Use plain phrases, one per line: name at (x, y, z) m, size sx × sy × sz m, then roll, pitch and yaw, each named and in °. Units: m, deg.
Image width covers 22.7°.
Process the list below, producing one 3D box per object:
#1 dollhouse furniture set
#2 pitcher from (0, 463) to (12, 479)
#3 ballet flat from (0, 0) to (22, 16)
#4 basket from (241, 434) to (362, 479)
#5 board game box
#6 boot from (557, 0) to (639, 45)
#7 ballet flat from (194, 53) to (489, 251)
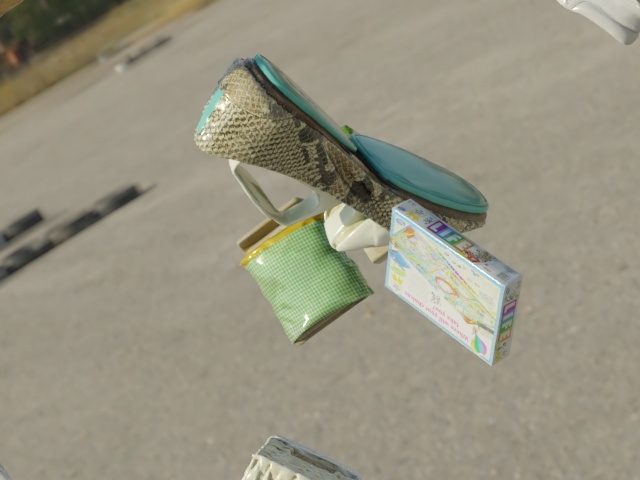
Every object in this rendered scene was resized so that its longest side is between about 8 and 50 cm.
dollhouse furniture set at (0.000, 0.000, 2.458) m, size 0.301 × 0.197 × 0.151 m, roll -37°, pitch -20°, yaw 15°
pitcher at (-0.383, 0.273, 1.656) m, size 0.125 × 0.178 × 0.207 m, roll -37°, pitch 33°, yaw 16°
ballet flat at (-0.419, -0.249, 1.792) m, size 0.232 × 0.080 × 0.073 m, roll -49°, pitch -14°, yaw -17°
basket at (-0.043, 0.303, 1.665) m, size 0.103 × 0.113 × 0.167 m, roll -8°, pitch -58°, yaw -79°
board game box at (0.128, 0.040, 1.568) m, size 0.026 × 0.103 × 0.154 m, roll -27°, pitch 48°, yaw -33°
boot at (0.272, -0.326, 1.772) m, size 0.123 × 0.258 × 0.095 m, roll -57°, pitch -17°, yaw 23°
ballet flat at (0.017, -0.084, 2.152) m, size 0.182 × 0.483 × 0.164 m, roll -50°, pitch 42°, yaw 15°
